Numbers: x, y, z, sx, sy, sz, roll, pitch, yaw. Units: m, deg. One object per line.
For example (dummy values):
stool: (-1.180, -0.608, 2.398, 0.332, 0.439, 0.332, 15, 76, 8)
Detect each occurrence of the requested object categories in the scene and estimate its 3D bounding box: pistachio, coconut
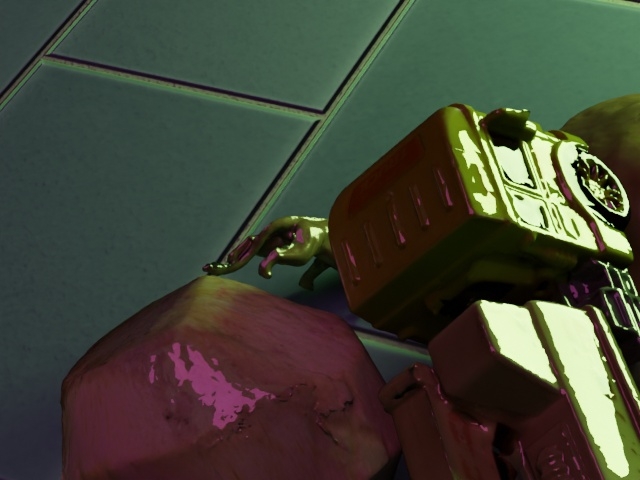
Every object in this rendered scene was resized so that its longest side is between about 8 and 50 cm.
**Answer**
pistachio: (0.266, -0.030, 1.521, 0.213, 0.162, 0.260, 5, 37, -15)
coconut: (-0.058, 0.154, 1.348, 0.259, 0.259, 0.259, -6, 43, 5)

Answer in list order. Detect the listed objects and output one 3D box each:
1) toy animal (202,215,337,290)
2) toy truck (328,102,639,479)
toy animal: (-0.003, 0.017, 1.577, 0.220, 0.086, 0.069, -8, 15, -30)
toy truck: (0.138, 0.096, 1.289, 0.181, 0.254, 0.405, -38, 51, 29)
